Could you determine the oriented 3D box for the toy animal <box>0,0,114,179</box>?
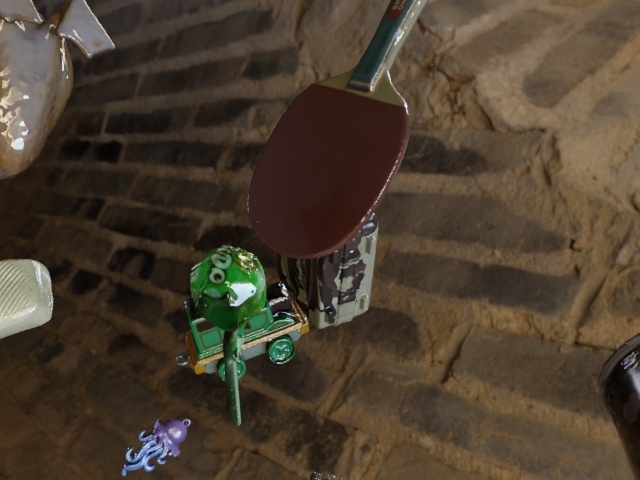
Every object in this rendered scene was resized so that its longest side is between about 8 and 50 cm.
[{"bbox_3d":[-0.237,-0.125,0.417,0.179,0.089,0.188,-35,-119,33],"label":"toy animal"}]

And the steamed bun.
[{"bbox_3d":[-0.742,0.150,1.315,0.239,0.152,0.170,-16,-113,-10],"label":"steamed bun"}]

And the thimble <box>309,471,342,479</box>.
[{"bbox_3d":[0.008,0.624,1.331,0.090,0.135,0.118,5,-155,13],"label":"thimble"}]

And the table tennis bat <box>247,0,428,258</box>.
[{"bbox_3d":[0.024,-0.111,0.506,0.154,0.021,0.274,27,-91,40],"label":"table tennis bat"}]

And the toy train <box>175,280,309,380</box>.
[{"bbox_3d":[-0.227,0.243,1.660,0.429,0.249,0.178,-19,-148,-11],"label":"toy train"}]

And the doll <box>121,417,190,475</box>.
[{"bbox_3d":[-0.419,0.520,1.444,0.206,0.110,0.067,-34,-165,-15],"label":"doll"}]

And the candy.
[{"bbox_3d":[-0.115,0.142,0.735,0.097,0.323,0.097,3,-142,-3],"label":"candy"}]

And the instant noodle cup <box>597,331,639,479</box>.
[{"bbox_3d":[0.355,0.195,0.451,0.217,0.217,0.207,-10,-144,21],"label":"instant noodle cup"}]

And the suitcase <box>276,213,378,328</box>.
[{"bbox_3d":[0.000,0.000,1.415,0.194,0.351,0.339,-18,-138,-25],"label":"suitcase"}]
